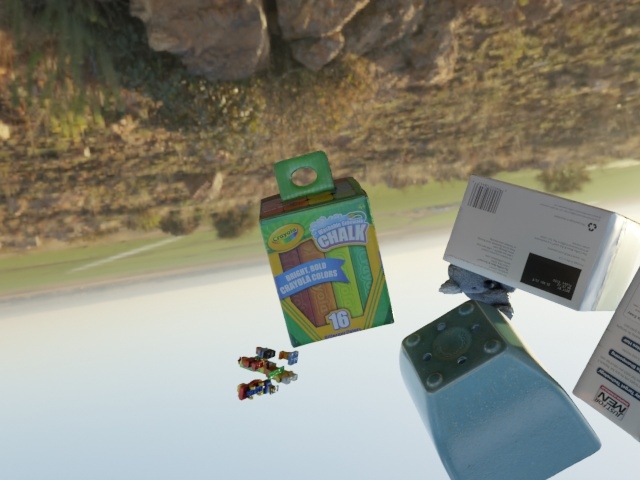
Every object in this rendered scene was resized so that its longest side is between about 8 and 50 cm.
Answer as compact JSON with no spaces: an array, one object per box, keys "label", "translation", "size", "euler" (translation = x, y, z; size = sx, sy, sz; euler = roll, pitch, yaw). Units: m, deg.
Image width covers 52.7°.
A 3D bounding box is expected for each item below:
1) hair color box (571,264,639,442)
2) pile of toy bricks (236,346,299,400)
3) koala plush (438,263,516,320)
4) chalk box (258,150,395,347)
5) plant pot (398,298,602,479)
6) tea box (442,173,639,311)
[{"label":"hair color box","translation":[0.651,0.196,1.234],"size":[0.105,0.347,0.174],"euler":[18,-168,-31]},{"label":"pile of toy bricks","translation":[-0.146,0.299,1.532],"size":[0.105,0.118,0.212],"euler":[12,-170,30]},{"label":"koala plush","translation":[0.426,0.098,1.759],"size":[0.221,0.196,0.203],"euler":[15,-163,-38]},{"label":"chalk box","translation":[0.000,0.000,1.089],"size":[0.180,0.288,0.179],"euler":[-15,-164,0]},{"label":"plant pot","translation":[0.270,0.250,1.090],"size":[0.247,0.252,0.248],"euler":[-31,-150,5]},{"label":"tea box","translation":[0.522,0.008,1.492],"size":[0.329,0.220,0.324],"euler":[23,-172,37]}]
